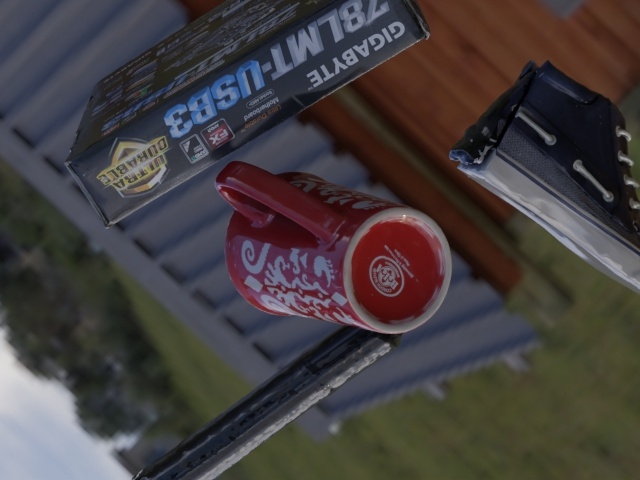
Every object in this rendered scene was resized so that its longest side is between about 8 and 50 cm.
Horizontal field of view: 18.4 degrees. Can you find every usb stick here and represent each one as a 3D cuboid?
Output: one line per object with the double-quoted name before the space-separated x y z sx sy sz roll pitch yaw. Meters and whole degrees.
"usb stick" -0.048 0.148 1.690 0.045 0.278 0.077 53 -173 -4

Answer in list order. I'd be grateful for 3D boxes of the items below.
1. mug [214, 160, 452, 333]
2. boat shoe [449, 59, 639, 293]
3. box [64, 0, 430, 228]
"mug" 0.000 0.010 1.457 0.150 0.113 0.169 10 -178 -29
"boat shoe" 0.321 -0.062 2.218 0.340 0.158 0.127 35 177 -18
"box" -0.061 -0.147 1.621 0.073 0.295 0.293 56 -173 -17
